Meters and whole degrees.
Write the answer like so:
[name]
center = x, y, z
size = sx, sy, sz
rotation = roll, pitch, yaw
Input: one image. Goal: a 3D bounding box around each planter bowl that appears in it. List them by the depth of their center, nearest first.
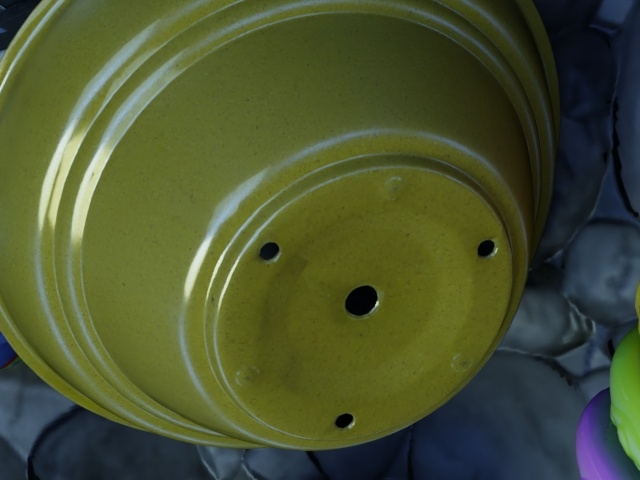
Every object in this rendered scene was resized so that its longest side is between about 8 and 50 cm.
[planter bowl]
center = 0.000, 0.000, 0.481
size = 0.217, 0.217, 0.090
rotation = -60, 31, 16

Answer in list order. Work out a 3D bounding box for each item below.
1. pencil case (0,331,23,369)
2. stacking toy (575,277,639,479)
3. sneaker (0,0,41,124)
[pencil case]
center = -0.195, -0.079, 0.617
size = 0.133, 0.119, 0.306
rotation = -16, 87, 2
[stacking toy]
center = 0.147, 0.064, 0.476
size = 0.175, 0.166, 0.302
rotation = 31, 118, 4
[sneaker]
center = -0.112, -0.096, 0.525
size = 0.283, 0.107, 0.124
rotation = -25, 84, -15
